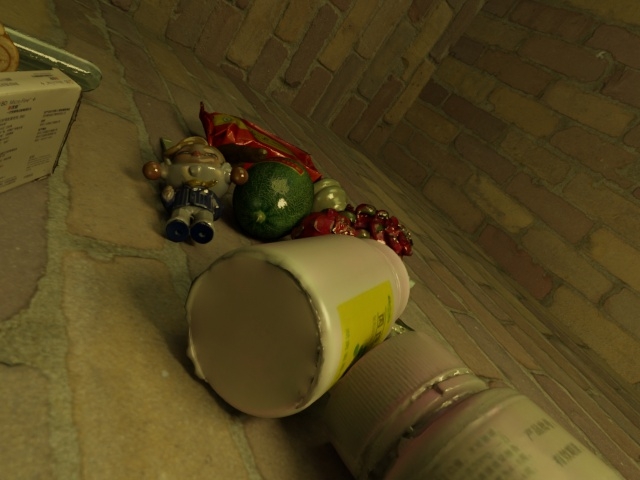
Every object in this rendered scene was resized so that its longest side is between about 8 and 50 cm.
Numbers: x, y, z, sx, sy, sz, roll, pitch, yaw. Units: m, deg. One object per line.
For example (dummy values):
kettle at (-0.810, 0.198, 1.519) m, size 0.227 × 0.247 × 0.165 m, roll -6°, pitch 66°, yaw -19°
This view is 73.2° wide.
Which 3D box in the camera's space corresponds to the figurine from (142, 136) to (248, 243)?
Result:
figurine at (-0.238, -0.099, 0.864) m, size 0.194 × 0.133 × 0.274 m, roll -15°, pitch 49°, yaw -26°

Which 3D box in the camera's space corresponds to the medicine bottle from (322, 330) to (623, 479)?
medicine bottle at (0.164, 0.274, 0.496) m, size 0.241 × 0.241 × 0.302 m, roll 16°, pitch 19°, yaw -43°

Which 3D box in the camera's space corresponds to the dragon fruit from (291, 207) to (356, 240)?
dragon fruit at (0.000, 0.000, 0.929) m, size 0.133 × 0.136 × 0.166 m, roll 3°, pitch -4°, yaw -31°

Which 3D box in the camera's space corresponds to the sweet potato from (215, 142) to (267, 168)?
sweet potato at (-0.203, -0.188, 0.981) m, size 0.075 × 0.074 × 0.270 m, roll 21°, pitch -16°, yaw -35°

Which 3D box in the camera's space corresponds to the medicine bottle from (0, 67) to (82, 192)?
medicine bottle at (-0.426, -0.147, 0.601) m, size 0.052 × 0.171 × 0.201 m, roll 29°, pitch 21°, yaw -10°

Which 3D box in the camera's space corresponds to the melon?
melon at (-0.107, -0.098, 0.992) m, size 0.182 × 0.182 × 0.287 m, roll 33°, pitch 22°, yaw -8°

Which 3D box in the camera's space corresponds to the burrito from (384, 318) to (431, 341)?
burrito at (0.119, 0.166, 0.921) m, size 0.309 × 0.066 × 0.096 m, roll 34°, pitch 9°, yaw -4°

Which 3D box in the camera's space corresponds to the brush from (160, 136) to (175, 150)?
brush at (-0.374, -0.222, 1.066) m, size 0.033 × 0.029 × 0.178 m, roll 5°, pitch 22°, yaw -27°

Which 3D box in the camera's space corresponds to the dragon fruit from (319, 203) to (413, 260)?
dragon fruit at (0.087, -0.007, 1.062) m, size 0.273 × 0.198 × 0.218 m, roll 37°, pitch 10°, yaw 4°

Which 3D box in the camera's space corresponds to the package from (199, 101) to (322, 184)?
package at (-0.185, -0.267, 1.326) m, size 0.424 × 0.123 × 0.196 m, roll 23°, pitch 21°, yaw -30°

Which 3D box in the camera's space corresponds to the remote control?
remote control at (-0.623, -0.401, 0.966) m, size 0.248 × 0.104 × 0.052 m, roll 11°, pitch 73°, yaw -46°

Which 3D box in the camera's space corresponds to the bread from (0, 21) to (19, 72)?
bread at (-0.655, -0.375, 0.813) m, size 0.149 × 0.122 × 0.073 m, roll 4°, pitch 41°, yaw -54°

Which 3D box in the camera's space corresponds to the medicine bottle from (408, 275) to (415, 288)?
medicine bottle at (0.234, 0.112, 1.258) m, size 0.083 × 0.047 × 0.047 m, roll 41°, pitch 20°, yaw 17°

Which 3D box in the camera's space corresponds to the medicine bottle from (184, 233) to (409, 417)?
medicine bottle at (-0.003, 0.098, 0.665) m, size 0.213 × 0.213 × 0.379 m, roll 42°, pitch 22°, yaw 17°

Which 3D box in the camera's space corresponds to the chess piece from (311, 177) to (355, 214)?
chess piece at (0.061, -0.064, 1.280) m, size 0.133 × 0.133 × 0.243 m, roll 11°, pitch 35°, yaw -49°
